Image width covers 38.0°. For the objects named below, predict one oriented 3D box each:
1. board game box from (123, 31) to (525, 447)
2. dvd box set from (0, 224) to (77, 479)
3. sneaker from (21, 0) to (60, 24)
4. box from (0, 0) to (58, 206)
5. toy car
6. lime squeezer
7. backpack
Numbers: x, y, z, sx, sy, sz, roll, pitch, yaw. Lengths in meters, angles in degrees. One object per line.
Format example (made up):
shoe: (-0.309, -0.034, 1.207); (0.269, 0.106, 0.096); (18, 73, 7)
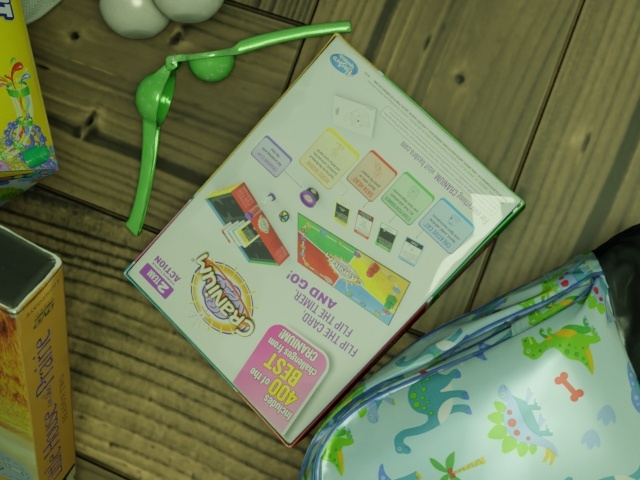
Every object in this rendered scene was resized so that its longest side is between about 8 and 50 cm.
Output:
board game box: (0.000, 0.000, 0.897); (0.242, 0.064, 0.316); (45, 98, 12)
dvd box set: (-0.363, 0.093, 0.823); (0.307, 0.420, 0.062); (27, 51, 8)
sneaker: (-0.308, -0.376, 0.975); (0.169, 0.108, 0.293); (29, 84, 15)
box: (-0.421, -0.160, 0.889); (0.279, 0.177, 0.290); (-19, 82, 45)
toy car: (-0.179, -0.291, 0.903); (0.182, 0.136, 0.159); (-5, 87, 39)
lime squeezer: (-0.117, -0.148, 0.937); (0.310, 0.059, 0.110); (-42, 79, 8)
backpack: (0.155, 0.185, 0.776); (0.355, 0.273, 0.290); (-21, 89, 24)
